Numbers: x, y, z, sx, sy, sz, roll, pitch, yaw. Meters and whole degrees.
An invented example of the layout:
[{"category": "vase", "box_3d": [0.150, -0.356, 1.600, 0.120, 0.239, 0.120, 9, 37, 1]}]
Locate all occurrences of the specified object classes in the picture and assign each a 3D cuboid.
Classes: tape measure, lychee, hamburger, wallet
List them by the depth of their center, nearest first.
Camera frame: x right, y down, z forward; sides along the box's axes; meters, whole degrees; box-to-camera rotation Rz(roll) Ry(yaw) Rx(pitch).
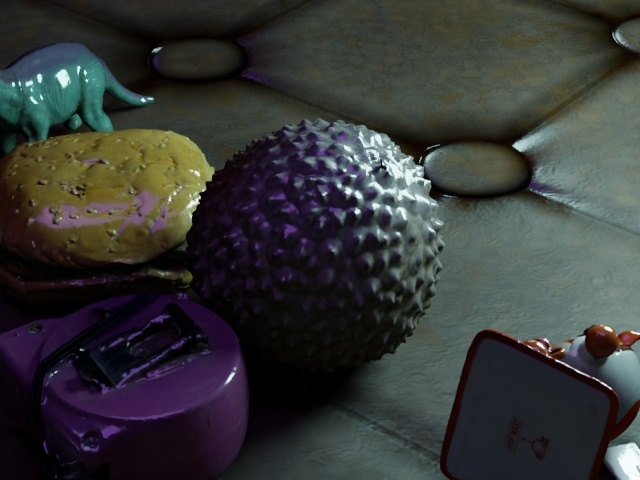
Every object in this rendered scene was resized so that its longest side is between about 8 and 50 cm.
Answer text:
[{"category": "wallet", "box_3d": [0.318, 0.236, 1.621, 0.044, 0.011, 0.083, -11, 34, -16]}, {"category": "tape measure", "box_3d": [-0.196, 0.156, 1.622, 0.245, 0.149, 0.231, -23, 39, -29]}, {"category": "lychee", "box_3d": [-0.003, -0.001, 1.744, 0.300, 0.300, 0.300, 0, 34, 0]}, {"category": "hamburger", "box_3d": [-0.259, -0.035, 1.919, 0.283, 0.144, 0.259, -4, 31, -15]}]

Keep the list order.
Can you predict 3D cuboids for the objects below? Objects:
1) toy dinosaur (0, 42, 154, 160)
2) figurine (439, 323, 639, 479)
[{"category": "toy dinosaur", "box_3d": [-0.347, -0.237, 2.049, 0.129, 0.330, 0.383, 22, 42, 26]}, {"category": "figurine", "box_3d": [0.257, 0.153, 1.619, 0.160, 0.183, 0.226, 27, 32, 25]}]
